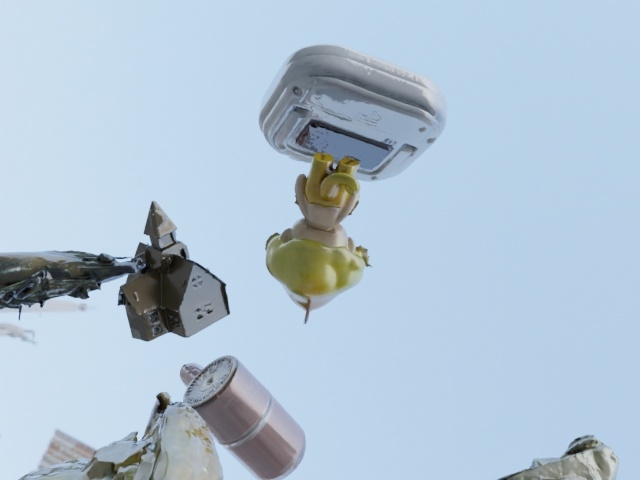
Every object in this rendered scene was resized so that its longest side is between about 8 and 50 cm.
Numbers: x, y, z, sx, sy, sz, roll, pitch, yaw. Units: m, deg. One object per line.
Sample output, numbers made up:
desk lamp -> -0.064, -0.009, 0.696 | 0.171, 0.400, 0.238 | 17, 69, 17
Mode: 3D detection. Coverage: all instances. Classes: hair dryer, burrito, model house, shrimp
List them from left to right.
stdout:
shrimp -> -0.297, 0.092, 0.701 | 0.262, 0.051, 0.198 | -5, -121, -4
model house -> -0.303, 0.047, 1.389 | 0.181, 0.176, 0.247 | 13, -58, 41
hair dryer -> -0.161, 0.259, 1.225 | 0.107, 0.189, 0.344 | -45, -157, -15
burrito -> 0.222, 0.336, 0.896 | 0.107, 0.348, 0.175 | 52, -43, 30

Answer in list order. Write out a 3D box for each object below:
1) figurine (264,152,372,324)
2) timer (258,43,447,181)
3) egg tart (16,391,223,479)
figurine -> 0.000, 0.000, 1.041 | 0.157, 0.131, 0.246 | 8, -61, 2
timer -> 0.047, -0.181, 1.125 | 0.237, 0.262, 0.086 | 135, -33, -57
egg tart -> -0.135, 0.211, 0.360 | 0.116, 0.295, 0.294 | 16, -89, -9
